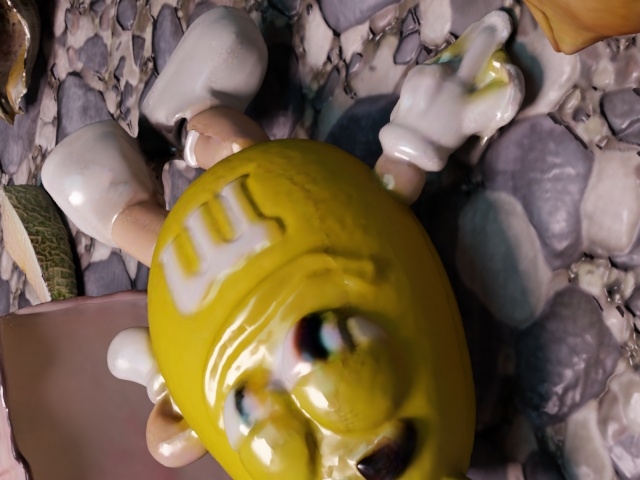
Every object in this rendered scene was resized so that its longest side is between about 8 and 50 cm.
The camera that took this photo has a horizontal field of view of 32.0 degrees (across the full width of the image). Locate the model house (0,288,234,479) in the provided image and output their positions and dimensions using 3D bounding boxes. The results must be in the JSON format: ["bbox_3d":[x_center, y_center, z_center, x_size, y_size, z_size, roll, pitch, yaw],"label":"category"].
[{"bbox_3d":[-0.193,0.189,0.932,0.237,0.202,0.236,-32,70,52],"label":"model house"}]

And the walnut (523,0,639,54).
[{"bbox_3d":[0.156,-0.217,0.511,0.203,0.203,0.297,43,138,42],"label":"walnut"}]

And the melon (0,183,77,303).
[{"bbox_3d":[-0.288,0.027,1.156,0.182,0.054,0.098,50,132,39],"label":"melon"}]

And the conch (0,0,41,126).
[{"bbox_3d":[-0.363,-0.224,1.187,0.155,0.130,0.207,-16,91,63],"label":"conch"}]

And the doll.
[{"bbox_3d":[-0.029,0.000,0.765,0.423,0.161,0.348,11,82,40],"label":"doll"}]
